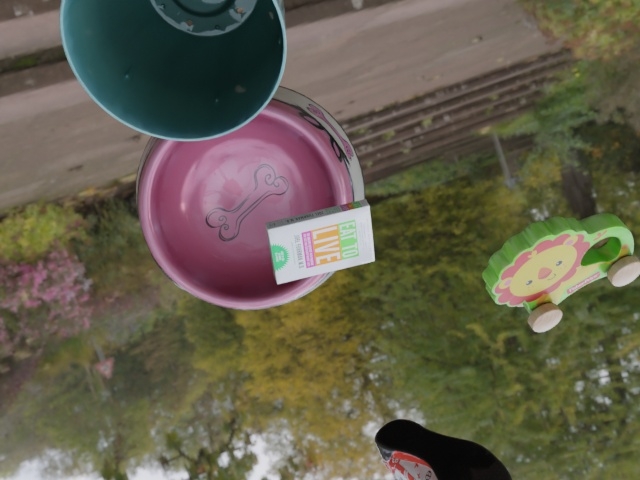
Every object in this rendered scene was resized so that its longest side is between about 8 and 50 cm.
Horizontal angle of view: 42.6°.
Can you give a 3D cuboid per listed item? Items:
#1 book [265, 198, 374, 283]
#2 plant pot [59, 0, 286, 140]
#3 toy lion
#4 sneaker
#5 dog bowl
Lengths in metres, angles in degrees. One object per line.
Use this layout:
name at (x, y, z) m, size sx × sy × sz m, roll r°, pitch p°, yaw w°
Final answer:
book at (0.000, 0.000, 1.144) m, size 0.144 × 0.096 × 0.035 m, roll -14°, pitch -142°, yaw -9°
plant pot at (-0.184, -0.322, 1.145) m, size 0.293 × 0.293 × 0.235 m, roll -18°, pitch -147°, yaw 15°
toy lion at (0.155, 0.014, 0.534) m, size 0.100 × 0.034 × 0.096 m, roll -30°, pitch 142°, yaw 4°
sneaker at (0.195, 0.363, 1.191) m, size 0.090 × 0.144 × 0.270 m, roll -35°, pitch -155°, yaw -24°
dog bowl at (-0.125, -0.065, 1.390) m, size 0.408 × 0.407 × 0.150 m, roll -19°, pitch -171°, yaw 3°
